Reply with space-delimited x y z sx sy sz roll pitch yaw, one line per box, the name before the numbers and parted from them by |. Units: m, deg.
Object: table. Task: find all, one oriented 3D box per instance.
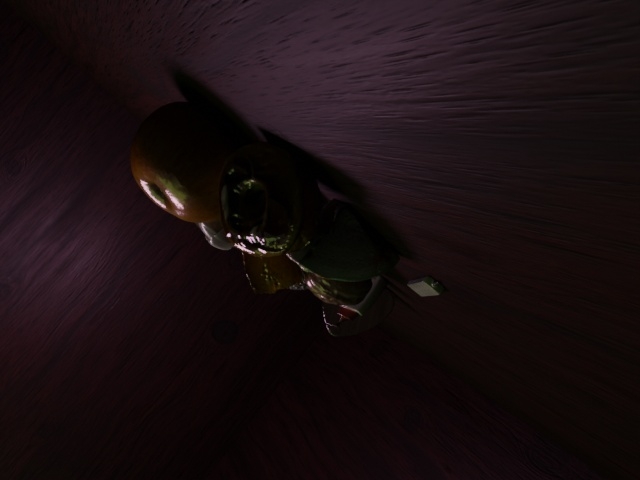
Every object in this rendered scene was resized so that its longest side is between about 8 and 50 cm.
table | 0.185 0.269 2.127 0.317 0.317 0.249 38 -175 12

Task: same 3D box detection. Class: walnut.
walnut | 0.060 0.115 1.702 0.273 0.273 0.227 39 141 0

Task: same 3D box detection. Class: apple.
apple | -0.417 -0.238 1.531 0.400 0.334 0.400 38 174 5

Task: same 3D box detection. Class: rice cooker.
rice cooker | -0.410 -0.140 2.088 0.335 0.335 0.325 43 173 -27

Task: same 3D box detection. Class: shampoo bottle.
shampoo bottle | 0.133 0.238 1.872 0.153 0.284 0.071 30 166 43

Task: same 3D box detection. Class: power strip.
power strip | 0.309 0.136 1.394 0.060 0.027 0.253 39 173 4

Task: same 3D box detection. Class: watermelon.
watermelon | 0.064 -0.029 1.353 0.319 0.214 0.290 4 -144 -8

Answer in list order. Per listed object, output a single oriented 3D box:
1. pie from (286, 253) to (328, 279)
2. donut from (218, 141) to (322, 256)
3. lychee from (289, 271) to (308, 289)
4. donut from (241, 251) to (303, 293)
pie | 0.014 0.031 1.494 0.274 0.274 0.055 35 129 31
donut | -0.135 -0.100 1.268 0.330 0.330 0.159 34 -163 35
lychee | -0.092 0.087 2.113 0.300 0.300 0.300 38 172 6
donut | -0.168 -0.012 1.758 0.435 0.163 0.378 -68 -35 -76
